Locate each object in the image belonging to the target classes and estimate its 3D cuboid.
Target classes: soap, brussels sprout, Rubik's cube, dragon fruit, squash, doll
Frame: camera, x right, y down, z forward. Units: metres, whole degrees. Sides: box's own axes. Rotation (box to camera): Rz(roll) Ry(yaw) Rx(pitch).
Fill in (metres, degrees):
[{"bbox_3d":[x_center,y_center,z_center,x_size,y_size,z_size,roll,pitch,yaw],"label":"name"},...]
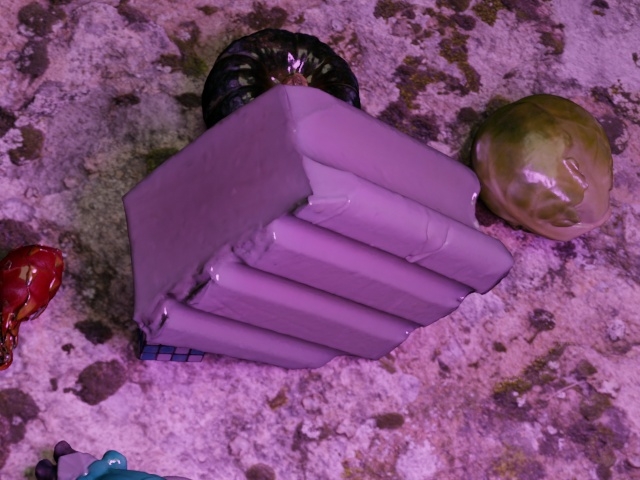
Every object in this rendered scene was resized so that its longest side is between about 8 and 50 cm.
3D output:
[{"bbox_3d":[0.000,0.000,1.817,0.435,0.350,0.212,19,42,-46],"label":"soap"},{"bbox_3d":[0.356,-0.115,2.142,0.244,0.244,0.244,9,54,-12],"label":"brussels sprout"},{"bbox_3d":[-0.202,0.108,1.867,0.092,0.092,0.092,3,56,-16],"label":"Rubik's cube"},{"bbox_3d":[-0.414,0.082,1.823,0.094,0.094,0.190,23,64,-1],"label":"dragon fruit"},{"bbox_3d":[-0.061,-0.208,2.086,0.252,0.165,0.252,11,52,-14],"label":"squash"},{"bbox_3d":[-0.225,0.339,1.684,0.195,0.153,0.258,-27,50,-12],"label":"doll"}]
